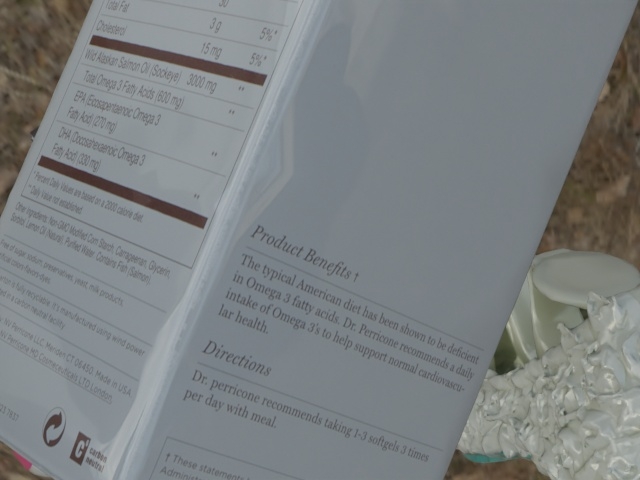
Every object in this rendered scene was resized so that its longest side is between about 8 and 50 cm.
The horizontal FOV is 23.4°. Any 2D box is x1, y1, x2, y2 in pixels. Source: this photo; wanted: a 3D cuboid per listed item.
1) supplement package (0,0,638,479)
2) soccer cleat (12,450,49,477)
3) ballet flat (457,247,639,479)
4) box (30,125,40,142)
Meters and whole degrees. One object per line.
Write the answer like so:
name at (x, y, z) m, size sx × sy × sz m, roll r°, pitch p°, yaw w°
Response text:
supplement package at (-0.010, -0.014, 0.426) m, size 0.105 × 0.105 × 0.179 m, roll 20°, pitch 86°, yaw 51°
soccer cleat at (-0.021, -0.037, 0.668) m, size 0.143 × 0.116 × 0.331 m, roll 24°, pitch 87°, yaw -10°
ballet flat at (0.153, 0.068, 0.939) m, size 0.147 × 0.409 × 0.147 m, roll 0°, pitch 88°, yaw -10°
box at (0.000, 0.000, 1.199) m, size 0.318 × 0.395 × 0.097 m, roll -34°, pitch 42°, yaw -13°
